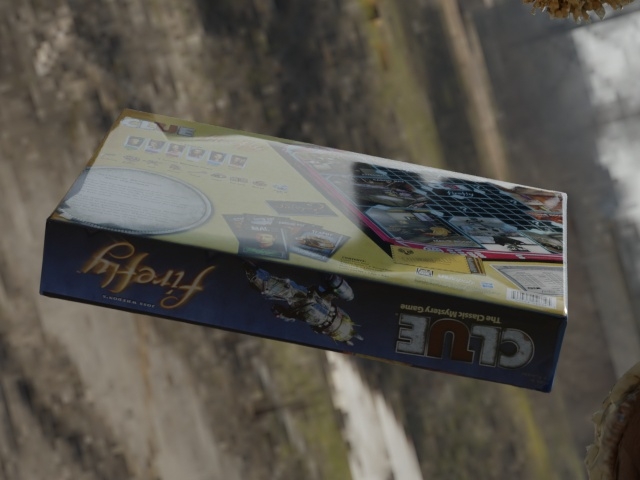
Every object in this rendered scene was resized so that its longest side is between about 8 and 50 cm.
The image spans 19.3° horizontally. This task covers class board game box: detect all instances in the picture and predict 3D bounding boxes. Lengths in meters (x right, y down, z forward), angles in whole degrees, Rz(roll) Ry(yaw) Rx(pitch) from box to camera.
[{"bbox_3d":[0.000,0.000,0.938,0.165,0.243,0.042,-71,172,-67],"label":"board game box"}]

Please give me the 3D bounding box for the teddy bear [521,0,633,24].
[{"bbox_3d":[0.162,-0.306,1.204,0.113,0.245,0.338,4,81,-63],"label":"teddy bear"}]

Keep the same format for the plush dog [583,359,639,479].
[{"bbox_3d":[0.240,0.080,0.598,0.225,0.262,0.210,50,0,15],"label":"plush dog"}]
